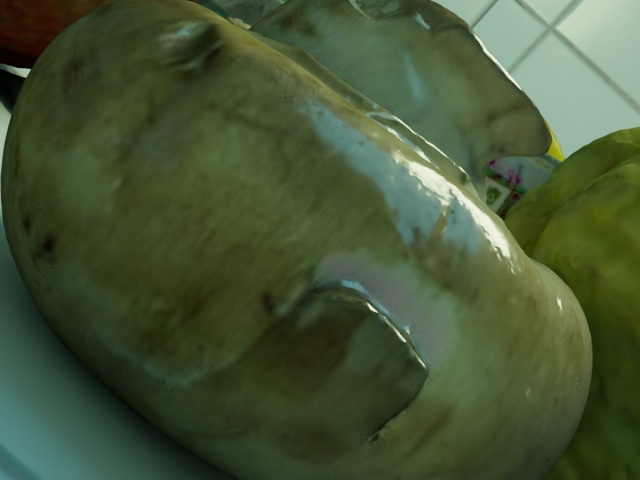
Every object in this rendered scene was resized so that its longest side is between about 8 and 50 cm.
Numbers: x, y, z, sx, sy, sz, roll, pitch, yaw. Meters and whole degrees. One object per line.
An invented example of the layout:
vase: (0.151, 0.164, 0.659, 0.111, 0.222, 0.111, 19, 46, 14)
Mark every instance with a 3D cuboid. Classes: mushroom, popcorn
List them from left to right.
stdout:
mushroom: (0.000, 0.000, 0.494, 0.255, 0.184, 0.255, 47, -1, 1)
popcorn: (0.169, 0.057, 0.595, 0.286, 0.173, 0.225, -22, -93, 55)

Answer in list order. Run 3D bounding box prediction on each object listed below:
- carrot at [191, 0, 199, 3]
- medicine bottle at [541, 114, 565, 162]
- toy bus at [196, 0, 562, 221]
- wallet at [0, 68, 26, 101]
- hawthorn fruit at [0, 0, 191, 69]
carrot: (-0.047, -0.158, 1.004, 0.159, 0.225, 0.159, 24, -6, 3)
medicine bottle: (0.072, -0.069, 1.213, 0.224, 0.224, 0.384, 41, 5, -14)
toy bus: (0.023, -0.051, 0.759, 0.261, 0.109, 0.091, 33, -17, 15)
wallet: (-0.082, -0.031, 0.818, 0.168, 0.052, 0.245, 42, 7, 35)
hawthorn fruit: (-0.149, -0.244, 0.747, 0.295, 0.311, 0.295, 27, -33, 19)
